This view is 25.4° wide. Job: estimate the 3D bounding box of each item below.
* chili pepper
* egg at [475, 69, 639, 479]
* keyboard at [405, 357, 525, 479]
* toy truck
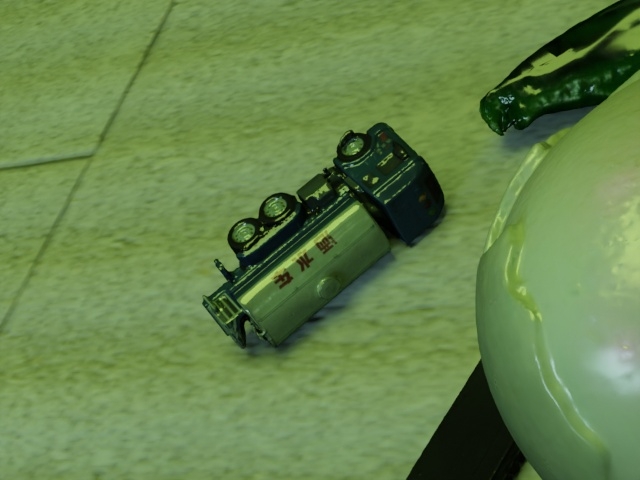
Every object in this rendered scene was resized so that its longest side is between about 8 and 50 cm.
[{"bbox_3d":[0.222,-0.143,1.089,0.216,0.062,0.108,-32,38,5],"label":"chili pepper"},{"bbox_3d":[0.224,0.035,0.665,0.278,0.336,0.278,2,93,46],"label":"egg"},{"bbox_3d":[0.093,0.146,0.908,0.072,0.023,0.231,5,52,47],"label":"keyboard"},{"bbox_3d":[0.000,0.000,1.084,0.201,0.074,0.088,-40,43,-7],"label":"toy truck"}]
